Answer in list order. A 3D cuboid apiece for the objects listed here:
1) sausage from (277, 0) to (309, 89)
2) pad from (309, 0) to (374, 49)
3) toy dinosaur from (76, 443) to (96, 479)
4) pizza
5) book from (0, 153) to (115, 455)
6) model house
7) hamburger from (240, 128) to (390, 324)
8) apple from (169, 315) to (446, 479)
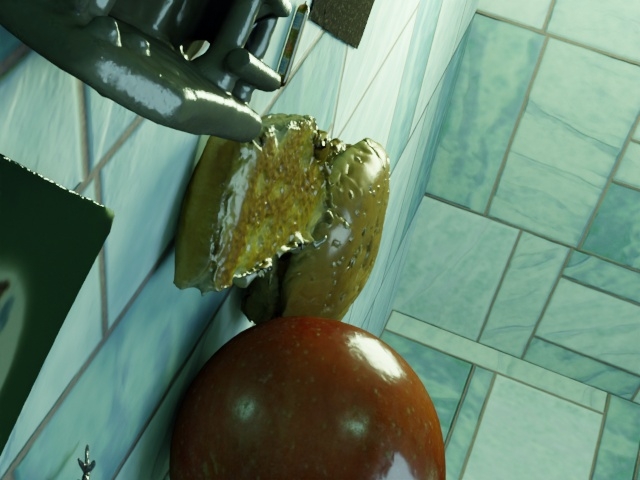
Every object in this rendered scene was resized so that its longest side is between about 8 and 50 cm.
[{"bbox_3d":[-0.031,-0.212,1.087,0.015,0.015,0.100,-34,143,-74],"label":"sausage"},{"bbox_3d":[0.055,-0.365,1.276,0.330,0.004,0.220,-19,129,-78],"label":"pad"},{"bbox_3d":[-0.238,0.251,0.831,0.082,0.039,0.209,99,14,-44],"label":"toy dinosaur"},{"bbox_3d":[-0.054,-0.043,1.045,0.297,0.071,0.189,-14,119,-62],"label":"pizza"},{"bbox_3d":[-0.229,0.060,0.485,0.371,0.043,0.260,54,59,-77],"label":"book"},{"bbox_3d":[-0.085,-0.163,0.572,0.229,0.122,0.188,-1,109,-77],"label":"model house"},{"bbox_3d":[0.000,-0.001,1.334,0.283,0.144,0.259,103,12,-48],"label":"hamburger"},{"bbox_3d":[-0.013,0.264,1.217,0.348,0.348,0.277,97,3,-54],"label":"apple"}]
